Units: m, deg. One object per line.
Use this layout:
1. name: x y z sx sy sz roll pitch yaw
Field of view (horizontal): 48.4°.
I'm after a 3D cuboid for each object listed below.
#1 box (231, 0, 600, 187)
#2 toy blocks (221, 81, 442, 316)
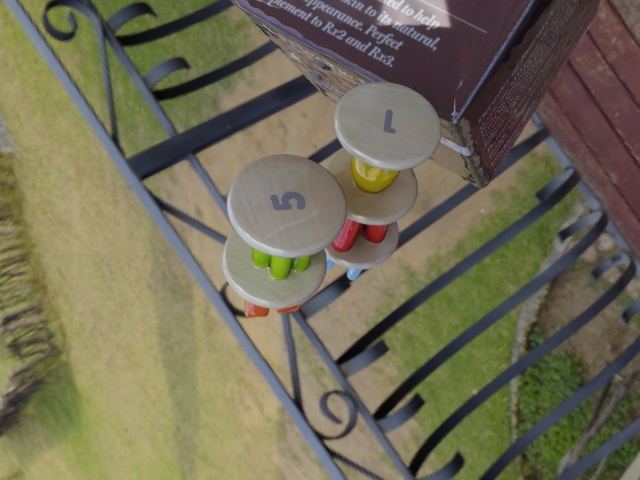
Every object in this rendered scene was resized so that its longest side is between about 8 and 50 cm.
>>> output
1. box: 0.080 -0.161 0.490 0.169 0.167 0.203 34 -175 18
2. toy blocks: 0.000 0.000 0.385 0.054 0.123 0.148 42 153 16
